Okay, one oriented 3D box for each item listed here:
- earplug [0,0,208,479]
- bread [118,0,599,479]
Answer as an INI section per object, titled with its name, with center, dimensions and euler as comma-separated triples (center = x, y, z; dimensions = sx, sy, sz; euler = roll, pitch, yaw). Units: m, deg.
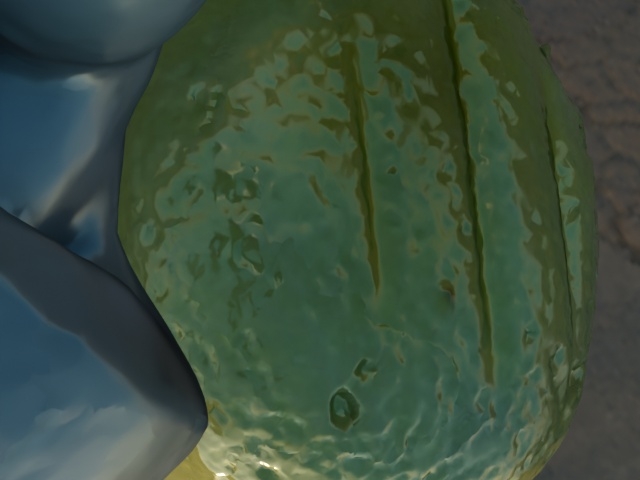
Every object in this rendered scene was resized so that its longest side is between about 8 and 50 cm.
[earplug]
center = -0.109, -0.064, 0.376
dimensions = 0.175, 0.214, 0.325
euler = -7, 111, -26
[bread]
center = 0.006, -0.002, 0.935
dimensions = 0.320, 0.320, 0.237
euler = 7, 166, -26
